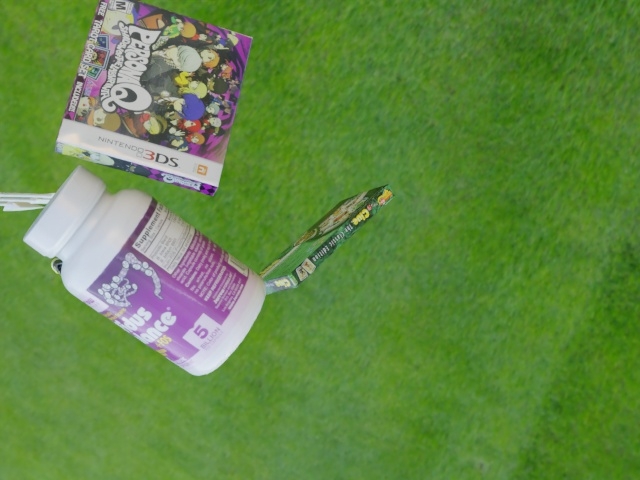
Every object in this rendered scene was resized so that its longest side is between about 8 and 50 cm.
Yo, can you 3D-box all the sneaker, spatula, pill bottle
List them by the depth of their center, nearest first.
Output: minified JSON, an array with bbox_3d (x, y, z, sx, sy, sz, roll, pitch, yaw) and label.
[{"bbox_3d":[-0.236,0.037,1.293,0.302,0.169,0.169,37,144,-16],"label":"pill bottle"},{"bbox_3d":[-0.390,0.058,1.527,0.083,0.031,0.035,33,175,-17],"label":"sneaker"},{"bbox_3d":[-0.612,-0.077,1.914,0.168,0.242,0.019,-7,88,32],"label":"spatula"}]

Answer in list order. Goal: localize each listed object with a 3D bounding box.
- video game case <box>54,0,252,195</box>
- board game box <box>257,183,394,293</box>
[{"bbox_3d":[-0.213,-0.193,1.258,0.210,0.232,0.042,16,158,-13],"label":"video game case"},{"bbox_3d":[0.000,0.000,1.568,0.136,0.260,0.030,-13,114,54],"label":"board game box"}]
